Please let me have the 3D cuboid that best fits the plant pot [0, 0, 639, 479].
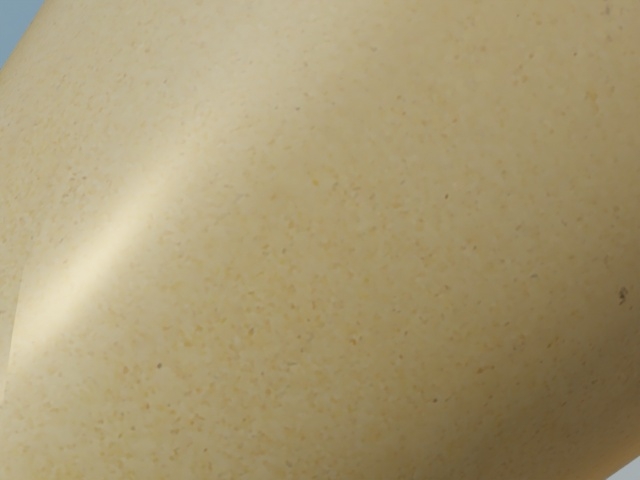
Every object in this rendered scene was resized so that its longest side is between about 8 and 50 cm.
[{"bbox_3d":[0.000,0.000,0.569,0.274,0.256,0.256,-45,-30,-17],"label":"plant pot"}]
